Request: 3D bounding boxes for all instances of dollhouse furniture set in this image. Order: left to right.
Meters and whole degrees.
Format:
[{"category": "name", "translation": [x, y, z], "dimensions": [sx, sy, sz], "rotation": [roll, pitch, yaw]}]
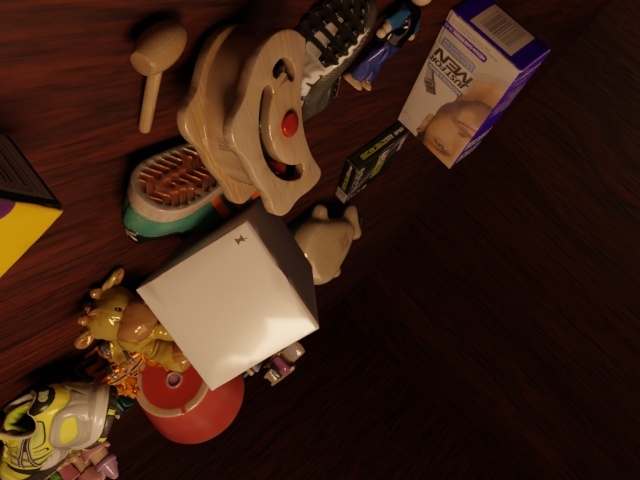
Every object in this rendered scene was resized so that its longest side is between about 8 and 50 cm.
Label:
[{"category": "dollhouse furniture set", "translation": [-0.154, 0.268, 1.490], "dimensions": [0.198, 0.286, 0.303], "rotation": [-43, 180, 2]}]

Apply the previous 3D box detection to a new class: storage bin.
[{"category": "storage bin", "translation": [0.027, -0.025, 1.534], "dimensions": [0.180, 0.084, 0.122], "rotation": [-40, 168, -15]}]

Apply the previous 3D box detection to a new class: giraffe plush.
[{"category": "giraffe plush", "translation": [-0.311, 0.127, 0.877], "dimensions": [0.211, 0.181, 0.170], "rotation": [-9, 158, 7]}]

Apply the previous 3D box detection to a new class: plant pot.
[{"category": "plant pot", "translation": [-0.354, 0.382, 1.374], "dimensions": [0.275, 0.275, 0.243], "rotation": [-39, 159, -15]}]

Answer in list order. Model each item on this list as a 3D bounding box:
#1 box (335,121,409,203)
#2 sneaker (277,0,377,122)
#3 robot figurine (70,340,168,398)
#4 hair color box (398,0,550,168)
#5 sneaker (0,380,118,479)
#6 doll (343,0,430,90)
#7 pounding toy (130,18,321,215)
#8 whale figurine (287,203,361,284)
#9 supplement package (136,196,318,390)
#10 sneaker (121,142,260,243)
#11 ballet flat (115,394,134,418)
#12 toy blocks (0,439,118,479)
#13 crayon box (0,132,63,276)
[{"category": "box", "translation": [0.130, -0.197, 1.354], "dimensions": [0.184, 0.045, 0.190], "rotation": [-36, 167, -20]}, {"category": "sneaker", "translation": [-0.004, -0.236, 0.715], "dimensions": [0.234, 0.078, 0.106], "rotation": [-45, 172, 29]}, {"category": "robot figurine", "translation": [-0.413, 0.265, 1.133], "dimensions": [0.211, 0.085, 0.291], "rotation": [-40, 168, -16]}, {"category": "hair color box", "translation": [0.310, -0.328, 1.131], "dimensions": [0.110, 0.185, 0.338], "rotation": [-38, 167, -21]}, {"category": "sneaker", "translation": [-0.539, 0.352, 0.996], "dimensions": [0.147, 0.145, 0.385], "rotation": [30, 126, -35]}, {"category": "doll", "translation": [0.114, -0.326, 0.836], "dimensions": [0.189, 0.046, 0.129], "rotation": [-49, 168, 30]}, {"category": "pounding toy", "translation": [-0.104, -0.158, 0.602], "dimensions": [0.154, 0.155, 0.269], "rotation": [-61, 151, -22]}, {"category": "whale figurine", "translation": [0.000, 0.000, 1.386], "dimensions": [0.272, 0.141, 0.216], "rotation": [-40, 125, -41]}, {"category": "supplement package", "translation": [-0.125, 0.056, 0.809], "dimensions": [0.175, 0.177, 0.293], "rotation": [-31, -168, 4]}, {"category": "sneaker", "translation": [-0.147, -0.085, 0.739], "dimensions": [0.302, 0.108, 0.121], "rotation": [-28, 170, -43]}, {"category": "ballet flat", "translation": [-0.541, 0.433, 1.359], "dimensions": [0.074, 0.074, 0.203], "rotation": [-39, 170, -16]}, {"category": "toy blocks", "translation": [-0.643, 0.624, 1.235], "dimensions": [0.289, 0.260, 0.309], "rotation": [-27, 161, -53]}, {"category": "crayon box", "translation": [-0.400, 0.032, 0.300], "dimensions": [0.313, 0.106, 0.363], "rotation": [-43, 168, 7]}]
